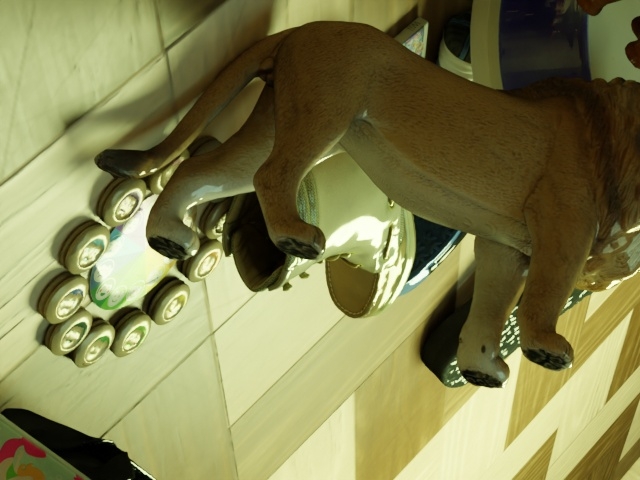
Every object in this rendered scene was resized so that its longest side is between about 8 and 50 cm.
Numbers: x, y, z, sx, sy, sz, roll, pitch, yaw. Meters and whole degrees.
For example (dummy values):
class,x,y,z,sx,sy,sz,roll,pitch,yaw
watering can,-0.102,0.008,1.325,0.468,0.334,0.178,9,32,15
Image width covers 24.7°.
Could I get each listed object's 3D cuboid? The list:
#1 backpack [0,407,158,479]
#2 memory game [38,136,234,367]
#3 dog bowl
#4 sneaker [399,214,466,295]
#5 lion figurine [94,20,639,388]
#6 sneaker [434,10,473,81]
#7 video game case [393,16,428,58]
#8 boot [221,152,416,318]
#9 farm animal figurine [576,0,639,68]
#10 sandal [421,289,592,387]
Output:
class,x,y,z,sx,sy,sz,roll,pitch,yaw
backpack,-0.154,0.224,0.943,0.191,0.225,0.253,-52,154,-17
memory game,-0.115,0.010,0.982,0.186,0.012,0.186,-42,154,-26
dog bowl,0.236,-0.151,1.145,0.265,0.104,0.265,-2,93,-46
sneaker,0.118,-0.034,1.278,0.232,0.081,0.090,-51,150,-8
lion figurine,0.075,-0.056,0.933,0.142,0.392,0.240,-39,-152,62
sneaker,0.159,-0.150,1.216,0.211,0.080,0.081,-13,142,-43
video game case,0.037,-0.107,1.111,0.122,0.011,0.087,-42,154,-26
boot,0.000,0.000,1.077,0.165,0.077,0.213,-35,146,-39
farm animal figurine,0.285,-0.253,0.963,0.172,0.326,0.330,-36,167,38
sandal,0.282,-0.008,1.634,0.446,0.107,0.167,-34,154,-13
